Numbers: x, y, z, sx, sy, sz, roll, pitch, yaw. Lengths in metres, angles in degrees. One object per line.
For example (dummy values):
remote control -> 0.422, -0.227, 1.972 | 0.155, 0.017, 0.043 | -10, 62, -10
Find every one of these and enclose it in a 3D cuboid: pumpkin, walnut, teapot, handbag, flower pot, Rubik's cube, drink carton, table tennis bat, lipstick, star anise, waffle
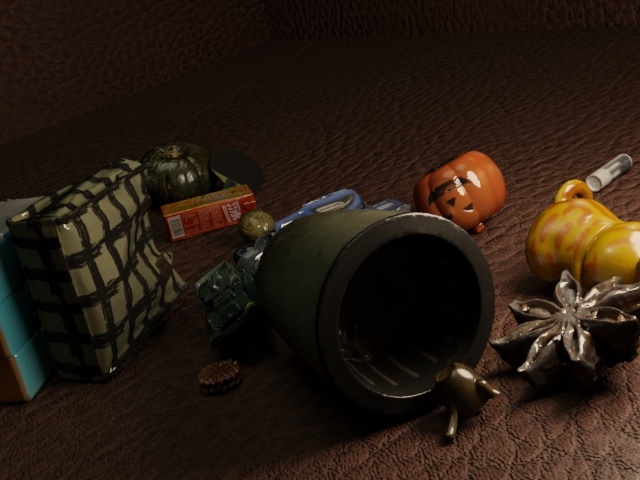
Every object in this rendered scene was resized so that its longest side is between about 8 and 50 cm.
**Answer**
pumpkin -> -0.384, -0.182, 2.421 | 0.224, 0.157, 0.223 | -3, 29, 2
walnut -> -0.144, -0.031, 2.039 | 0.092, 0.092, 0.092 | -10, 22, 4
teapot -> 0.195, 0.223, 1.253 | 0.085, 0.080, 0.110 | -31, 16, 49
handbag -> -0.397, 0.040, 1.669 | 0.162, 0.325, 0.327 | 1, 26, 25
flower pot -> 0.055, 0.080, 1.402 | 0.294, 0.293, 0.330 | -22, 19, -23
Rubik's cube -> -0.642, 0.110, 1.673 | 0.291, 0.291, 0.290 | -6, 22, 14
drink carton -> -0.271, -0.069, 2.205 | 0.223, 0.071, 0.096 | -16, 21, -9
table tennis bat -> -0.229, -0.165, 2.376 | 0.154, 0.021, 0.274 | 28, 31, -10
lipstick -> 0.631, -0.149, 1.969 | 0.141, 0.040, 0.040 | -29, 27, -37
star anise -> 0.381, 0.139, 1.324 | 0.236, 0.109, 0.223 | -32, 16, -2
waffle -> -0.168, 0.225, 1.501 | 0.075, 0.029, 0.083 | -9, 20, 7

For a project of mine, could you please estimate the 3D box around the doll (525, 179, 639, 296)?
doll -> 0.467, 0.022, 1.495 | 0.167, 0.162, 0.269 | -8, 28, -30

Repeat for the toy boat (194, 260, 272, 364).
toy boat -> -0.163, 0.112, 1.649 | 0.114, 0.122, 0.296 | -37, 21, 1

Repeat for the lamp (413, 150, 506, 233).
lamp -> 0.289, -0.088, 1.848 | 0.188, 0.164, 0.187 | -28, 3, 2

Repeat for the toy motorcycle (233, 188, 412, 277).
toy motorcycle -> 0.000, 0.000, 1.829 | 0.358, 0.125, 0.213 | -25, 28, -28
